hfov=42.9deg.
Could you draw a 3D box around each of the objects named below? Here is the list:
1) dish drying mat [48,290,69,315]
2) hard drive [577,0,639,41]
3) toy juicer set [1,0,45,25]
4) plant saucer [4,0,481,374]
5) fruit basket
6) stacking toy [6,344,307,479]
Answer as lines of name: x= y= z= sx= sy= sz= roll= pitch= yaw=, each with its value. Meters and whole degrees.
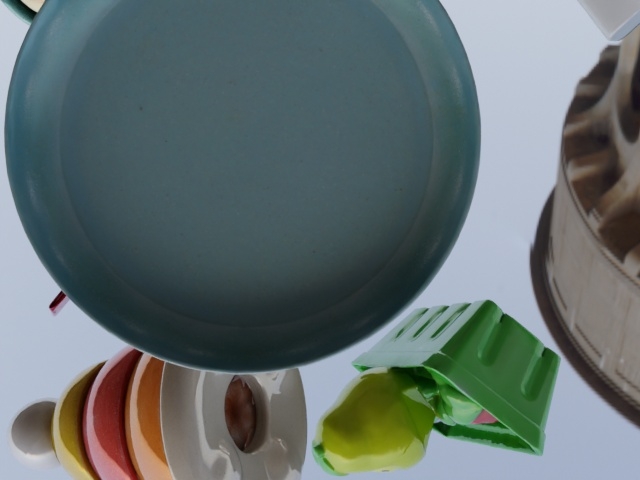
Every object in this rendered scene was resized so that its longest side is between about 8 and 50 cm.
dish drying mat: x=-0.259 y=0.060 z=0.814 sx=0.008 sy=0.083 sz=0.032 roll=38 pitch=-107 yaw=-8
hard drive: x=0.321 y=-0.411 z=0.922 sx=0.040 sy=0.203 sz=0.307 roll=-10 pitch=-116 yaw=-45
toy juicer set: x=-0.155 y=-0.229 z=0.625 sx=0.209 sy=0.329 sz=0.089 roll=-8 pitch=-150 yaw=1
plant saucer: x=-0.052 y=-0.069 z=0.560 sx=0.318 sy=0.044 sz=0.317 roll=0 pitch=-89 yaw=0
fruit basket: x=0.174 y=0.287 z=1.385 sx=0.283 sy=0.392 sz=0.392 roll=39 pitch=-121 yaw=-10
stacking toy: x=-0.289 y=0.288 z=1.269 sx=0.480 sy=0.350 sz=0.350 roll=-12 pitch=-133 yaw=26
